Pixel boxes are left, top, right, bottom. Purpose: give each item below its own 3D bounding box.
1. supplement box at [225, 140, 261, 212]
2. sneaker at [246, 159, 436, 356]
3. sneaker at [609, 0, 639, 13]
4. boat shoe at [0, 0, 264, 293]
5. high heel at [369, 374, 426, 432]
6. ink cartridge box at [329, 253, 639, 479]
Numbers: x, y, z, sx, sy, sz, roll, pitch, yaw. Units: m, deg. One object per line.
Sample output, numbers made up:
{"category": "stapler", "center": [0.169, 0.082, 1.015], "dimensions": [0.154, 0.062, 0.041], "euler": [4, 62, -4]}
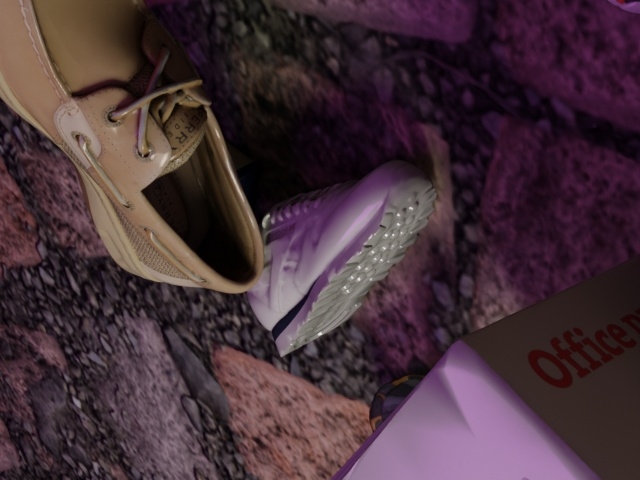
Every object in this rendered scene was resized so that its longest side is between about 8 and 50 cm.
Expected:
{"category": "supplement box", "center": [-0.101, -0.040, 1.080], "dimensions": [0.083, 0.056, 0.083], "euler": [37, 138, 24]}
{"category": "sneaker", "center": [0.000, 0.000, 0.978], "dimensions": [0.095, 0.090, 0.235], "euler": [59, 143, 14]}
{"category": "sneaker", "center": [0.147, -0.192, 0.691], "dimensions": [0.065, 0.061, 0.158], "euler": [-30, 93, 47]}
{"category": "boat shoe", "center": [-0.121, -0.092, 0.894], "dimensions": [0.110, 0.122, 0.341], "euler": [18, 150, 32]}
{"category": "high heel", "center": [0.145, 0.201, 0.984], "dimensions": [0.261, 0.093, 0.186], "euler": [50, 164, -7]}
{"category": "ink cartridge box", "center": [0.217, 0.209, 0.679], "dimensions": [0.395, 0.285, 0.166], "euler": [45, 118, 18]}
